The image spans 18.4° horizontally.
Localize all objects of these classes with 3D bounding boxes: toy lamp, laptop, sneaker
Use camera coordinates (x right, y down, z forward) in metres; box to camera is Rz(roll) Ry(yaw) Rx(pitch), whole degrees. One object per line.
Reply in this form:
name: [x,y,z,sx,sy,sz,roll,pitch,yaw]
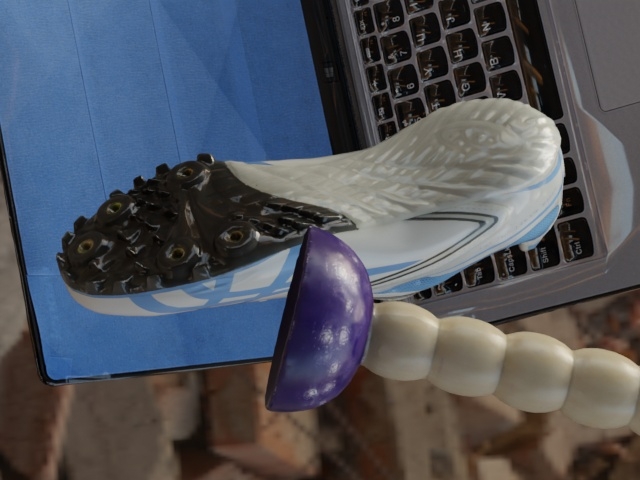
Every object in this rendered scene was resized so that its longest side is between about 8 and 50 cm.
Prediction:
toy lamp: [0.121,0.057,0.730,0.275,0.080,0.080,13,73,-5]
laptop: [0.027,-0.135,1.217,0.236,0.408,0.382,14,63,-68]
sneaker: [0.000,0.000,0.899,0.237,0.085,0.086,-13,131,-11]
